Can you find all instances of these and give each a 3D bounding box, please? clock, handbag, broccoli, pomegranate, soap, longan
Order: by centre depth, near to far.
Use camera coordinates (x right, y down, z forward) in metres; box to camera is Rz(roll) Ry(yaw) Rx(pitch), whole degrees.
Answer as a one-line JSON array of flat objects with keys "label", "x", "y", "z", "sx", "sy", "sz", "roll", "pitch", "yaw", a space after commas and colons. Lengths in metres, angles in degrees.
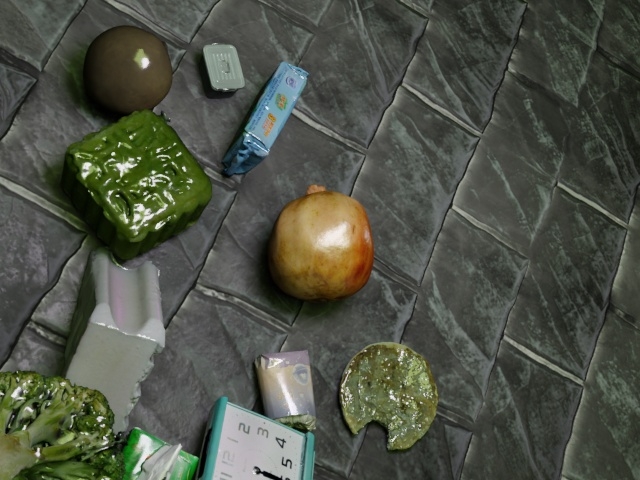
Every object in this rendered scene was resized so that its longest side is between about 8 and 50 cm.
[{"label": "broccoli", "x": -0.512, "y": 0.383, "z": 1.609, "sx": 0.321, "sy": 0.283, "sz": 0.303, "roll": 20, "pitch": 81, "yaw": 6}, {"label": "clock", "x": -0.137, "y": 0.468, "z": 1.790, "sx": 0.231, "sy": 0.116, "sz": 0.262, "roll": 27, "pitch": 37, "yaw": -18}, {"label": "soap", "x": -0.424, "y": 0.198, "z": 1.848, "sx": 0.159, "sy": 0.257, "sz": 0.302, "roll": 16, "pitch": 22, "yaw": -18}, {"label": "handbag", "x": -0.068, "y": 0.320, "z": 1.935, "sx": 0.117, "sy": 0.095, "sz": 0.173, "roll": -2, "pitch": 70, "yaw": -23}, {"label": "longan", "x": -0.409, "y": -0.361, "z": 1.958, "sx": 0.197, "sy": 0.220, "sz": 0.196, "roll": -7, "pitch": 107, "yaw": -23}, {"label": "pomegranate", "x": 0.000, "y": 0.000, "z": 1.994, "sx": 0.229, "sy": 0.252, "sz": 0.270, "roll": 0, "pitch": 72, "yaw": -3}, {"label": "soap", "x": -0.127, "y": -0.273, "z": 2.086, "sx": 0.077, "sy": 0.156, "sz": 0.293, "roll": 32, "pitch": 61, "yaw": -13}]

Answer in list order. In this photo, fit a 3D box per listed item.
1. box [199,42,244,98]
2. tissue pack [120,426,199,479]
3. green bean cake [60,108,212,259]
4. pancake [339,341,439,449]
[{"label": "box", "x": -0.233, "y": -0.387, "z": 2.128, "sx": 0.084, "sy": 0.069, "sz": 0.122, "roll": -7, "pitch": 75, "yaw": -28}, {"label": "tissue pack", "x": -0.332, "y": 0.474, "z": 1.725, "sx": 0.148, "sy": 0.156, "sz": 0.209, "roll": 29, "pitch": 64, "yaw": -10}, {"label": "green bean cake", "x": -0.379, "y": -0.118, "z": 1.908, "sx": 0.247, "sy": 0.156, "sz": 0.250, "roll": -33, "pitch": 80, "yaw": -33}, {"label": "pancake", "x": 0.154, "y": 0.342, "z": 2.059, "sx": 0.254, "sy": 0.037, "sz": 0.253, "roll": 9, "pitch": 69, "yaw": -23}]
